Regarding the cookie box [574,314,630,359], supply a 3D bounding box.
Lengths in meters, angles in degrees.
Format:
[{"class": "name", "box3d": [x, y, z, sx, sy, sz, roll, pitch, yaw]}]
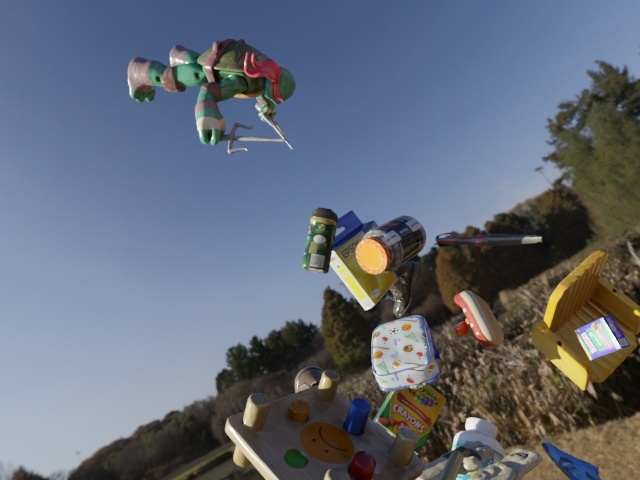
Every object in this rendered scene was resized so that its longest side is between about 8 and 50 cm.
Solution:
[{"class": "cookie box", "box3d": [0.786, 0.274, 1.172, 0.040, 0.091, 0.107, -5, -31, -20]}]

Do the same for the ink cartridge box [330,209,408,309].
[{"class": "ink cartridge box", "box3d": [0.150, 0.045, 1.481, 0.072, 0.307, 0.304, -37, -1, 41]}]

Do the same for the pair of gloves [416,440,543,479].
[{"class": "pair of gloves", "box3d": [0.344, 0.519, 0.937, 0.204, 0.042, 0.240, -14, -10, -28]}]

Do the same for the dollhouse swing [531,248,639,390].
[{"class": "dollhouse swing", "box3d": [0.964, 0.263, 1.446, 0.347, 0.315, 0.305, -33, -28, -17]}]

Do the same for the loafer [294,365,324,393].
[{"class": "loafer", "box3d": [0.001, 0.545, 1.167, 0.134, 0.365, 0.130, -14, -9, -11]}]

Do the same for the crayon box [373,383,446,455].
[{"class": "crayon box", "box3d": [0.377, 0.684, 1.727, 0.318, 0.202, 0.081, -47, -12, -34]}]

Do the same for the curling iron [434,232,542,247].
[{"class": "curling iron", "box3d": [0.427, -0.005, 1.089, 0.274, 0.035, 0.068, -3, 15, 42]}]

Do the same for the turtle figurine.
[{"class": "turtle figurine", "box3d": [-0.110, -0.187, 0.517, 0.175, 0.234, 0.118, -32, -41, -59]}]

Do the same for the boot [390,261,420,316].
[{"class": "boot", "box3d": [0.261, 0.170, 1.682, 0.229, 0.262, 0.091, 11, 10, -13]}]

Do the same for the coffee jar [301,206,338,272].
[{"class": "coffee jar", "box3d": [0.000, 0.000, 1.216, 0.079, 0.184, 0.096, 10, -11, 8]}]

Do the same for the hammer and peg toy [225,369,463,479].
[{"class": "hammer and peg toy", "box3d": [0.050, 0.367, 0.675, 0.266, 0.361, 0.127, 1, -70, -48]}]

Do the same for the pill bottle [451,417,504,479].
[{"class": "pill bottle", "box3d": [0.453, 0.668, 1.225, 0.264, 0.146, 0.146, -64, 6, -35]}]

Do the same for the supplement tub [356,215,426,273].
[{"class": "supplement tub", "box3d": [0.182, 0.012, 1.080, 0.190, 0.117, 0.117, -25, -14, -46]}]

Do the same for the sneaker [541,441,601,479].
[{"class": "sneaker", "box3d": [0.762, 0.674, 1.237, 0.082, 0.209, 0.069, -44, -51, -1]}]

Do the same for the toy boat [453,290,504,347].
[{"class": "toy boat", "box3d": [0.564, 0.307, 1.565, 0.151, 0.231, 0.151, -38, -40, 27]}]

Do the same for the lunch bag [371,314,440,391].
[{"class": "lunch bag", "box3d": [0.314, 0.414, 1.538, 0.243, 0.115, 0.303, -18, 25, 14]}]
